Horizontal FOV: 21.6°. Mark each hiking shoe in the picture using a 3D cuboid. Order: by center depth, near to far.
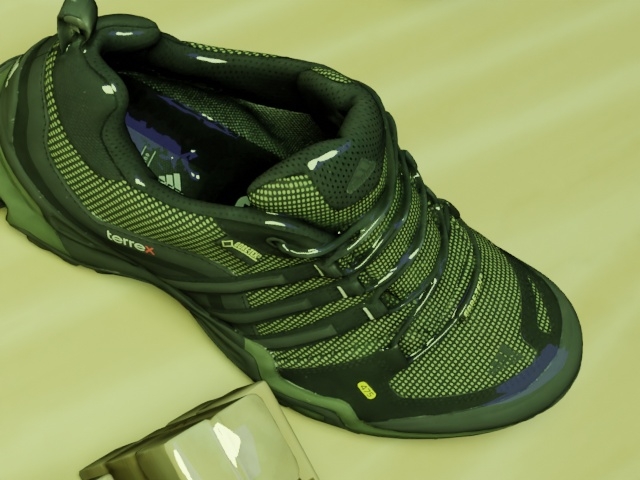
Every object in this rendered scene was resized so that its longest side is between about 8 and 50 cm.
[{"bbox_3d":[0.000,0.000,0.536,0.227,0.114,0.086,25,69,-18],"label":"hiking shoe"}]

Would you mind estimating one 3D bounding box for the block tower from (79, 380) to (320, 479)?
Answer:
[{"bbox_3d":[-0.134,0.151,0.454,0.335,0.091,0.097,-29,90,-28],"label":"block tower"}]
